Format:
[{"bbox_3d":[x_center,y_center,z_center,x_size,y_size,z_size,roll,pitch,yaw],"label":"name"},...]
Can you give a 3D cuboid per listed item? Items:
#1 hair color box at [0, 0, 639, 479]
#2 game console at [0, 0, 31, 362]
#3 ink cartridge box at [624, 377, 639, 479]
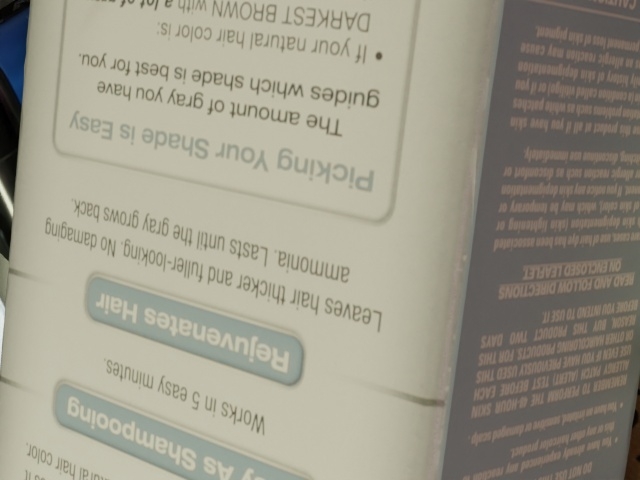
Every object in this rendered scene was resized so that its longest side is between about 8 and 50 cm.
[{"bbox_3d":[0.000,0.000,0.434,0.113,0.185,0.374,-2,101,-49],"label":"hair color box"},{"bbox_3d":[-0.111,0.022,0.588,0.250,0.173,0.293,-42,128,-32],"label":"game console"},{"bbox_3d":[0.129,0.078,0.556,0.088,0.235,0.193,-46,137,9],"label":"ink cartridge box"}]
